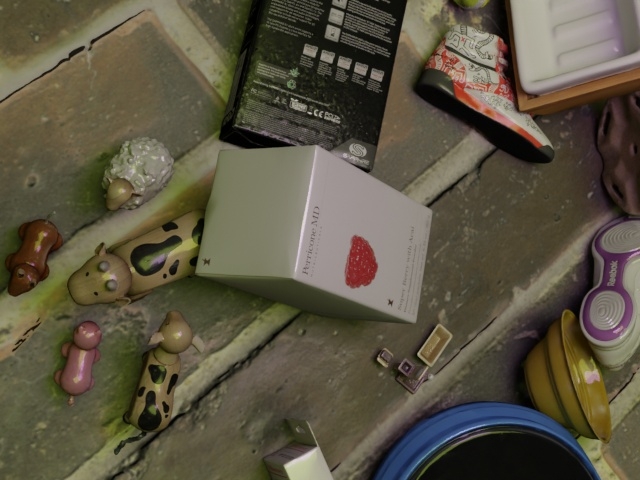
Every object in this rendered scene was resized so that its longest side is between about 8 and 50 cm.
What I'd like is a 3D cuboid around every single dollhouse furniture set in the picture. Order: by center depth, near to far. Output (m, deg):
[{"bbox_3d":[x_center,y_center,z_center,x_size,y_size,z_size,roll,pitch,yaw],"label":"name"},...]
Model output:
[{"bbox_3d":[0.160,0.168,1.408,0.091,0.081,0.114,42,71,-11],"label":"dollhouse furniture set"}]

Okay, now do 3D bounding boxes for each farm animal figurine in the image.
[{"bbox_3d":[-0.246,0.065,1.222,0.327,0.172,0.330,-42,98,-20],"label":"farm animal figurine"}]

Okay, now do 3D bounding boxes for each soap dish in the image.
[{"bbox_3d":[0.425,-0.352,1.479,0.118,0.228,0.291,35,47,-53],"label":"soap dish"}]

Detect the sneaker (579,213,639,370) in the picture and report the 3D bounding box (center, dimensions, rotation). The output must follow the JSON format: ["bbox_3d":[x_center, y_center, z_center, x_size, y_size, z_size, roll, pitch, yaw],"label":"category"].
[{"bbox_3d":[0.517,0.082,1.556,0.305,0.114,0.152,-59,141,-29],"label":"sneaker"}]

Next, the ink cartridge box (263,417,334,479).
[{"bbox_3d":[-0.023,0.351,1.303,0.061,0.104,0.181,-24,91,-22],"label":"ink cartridge box"}]

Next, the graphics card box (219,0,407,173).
[{"bbox_3d":[0.000,-0.301,1.406,0.232,0.094,0.371,15,77,-18],"label":"graphics card box"}]

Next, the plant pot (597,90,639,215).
[{"bbox_3d":[0.656,-0.165,1.539,0.305,0.334,0.334,-6,85,-9],"label":"plant pot"}]

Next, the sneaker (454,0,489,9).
[{"bbox_3d":[0.217,-0.502,1.530,0.240,0.091,0.126,53,51,-6],"label":"sneaker"}]

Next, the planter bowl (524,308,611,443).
[{"bbox_3d":[0.386,0.227,1.460,0.217,0.090,0.217,43,36,-43],"label":"planter bowl"}]

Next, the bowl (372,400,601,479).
[{"bbox_3d":[0.256,0.440,1.363,0.391,0.077,0.391,-1,94,-12],"label":"bowl"}]

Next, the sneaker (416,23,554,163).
[{"bbox_3d":[0.301,-0.249,1.512,0.270,0.090,0.145,30,76,-12],"label":"sneaker"}]

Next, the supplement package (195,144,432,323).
[{"bbox_3d":[0.000,0.000,1.254,0.293,0.175,0.178,23,73,-50],"label":"supplement package"}]
